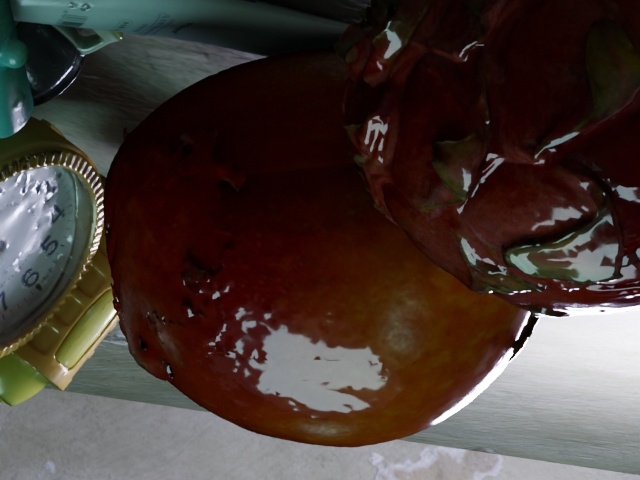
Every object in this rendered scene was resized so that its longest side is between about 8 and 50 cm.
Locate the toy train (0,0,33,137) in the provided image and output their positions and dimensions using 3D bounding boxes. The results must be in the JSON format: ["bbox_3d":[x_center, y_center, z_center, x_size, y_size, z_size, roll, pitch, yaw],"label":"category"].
[{"bbox_3d":[-0.292,-0.176,1.298,0.159,0.101,0.248,31,155,15],"label":"toy train"}]

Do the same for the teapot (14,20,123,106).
[{"bbox_3d":[-0.248,-0.183,1.447,0.092,0.124,0.091,50,175,42],"label":"teapot"}]

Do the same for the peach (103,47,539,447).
[{"bbox_3d":[0.000,0.000,1.401,0.370,0.370,0.370,9,164,2],"label":"peach"}]

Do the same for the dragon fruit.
[{"bbox_3d":[0.169,-0.086,1.148,0.342,0.277,0.277,32,170,16],"label":"dragon fruit"}]

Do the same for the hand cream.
[{"bbox_3d":[-0.115,-0.185,1.386,0.321,0.067,0.109,11,166,-23],"label":"hand cream"}]

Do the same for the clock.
[{"bbox_3d":[-0.306,0.004,1.522,0.200,0.244,0.317,31,169,24],"label":"clock"}]
